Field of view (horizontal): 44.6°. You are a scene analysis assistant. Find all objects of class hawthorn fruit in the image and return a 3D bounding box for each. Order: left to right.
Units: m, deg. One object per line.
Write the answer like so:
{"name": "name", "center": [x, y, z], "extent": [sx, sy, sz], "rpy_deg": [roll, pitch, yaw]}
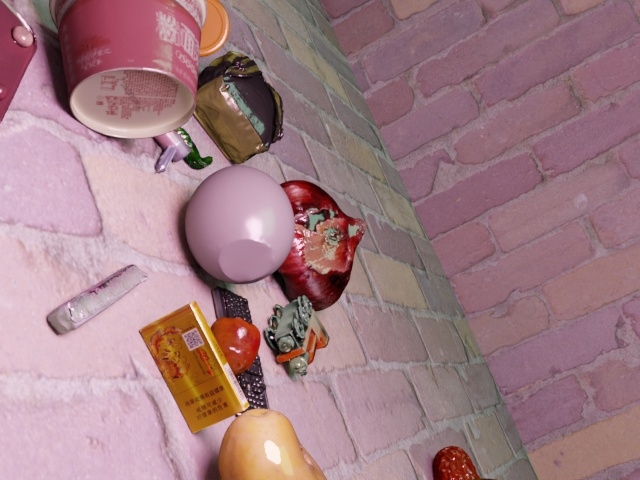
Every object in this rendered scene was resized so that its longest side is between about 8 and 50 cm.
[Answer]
{"name": "hawthorn fruit", "center": [-0.132, 0.163, 1.155], "extent": [0.081, 0.081, 0.093], "rpy_deg": [42, 52, -49]}

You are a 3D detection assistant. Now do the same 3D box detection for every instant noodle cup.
{"name": "instant noodle cup", "center": [-0.277, -0.271, 1.152], "extent": [0.235, 0.234, 0.178], "rpy_deg": [34, 43, -58]}

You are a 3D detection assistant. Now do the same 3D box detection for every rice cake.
{"name": "rice cake", "center": [-0.267, 0.066, 0.961], "extent": [0.033, 0.033, 0.207], "rpy_deg": [62, 16, -7]}

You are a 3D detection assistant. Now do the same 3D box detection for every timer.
{"name": "timer", "center": [-0.262, -0.446, 1.663], "extent": [0.132, 0.132, 0.152], "rpy_deg": [60, -6, -8]}

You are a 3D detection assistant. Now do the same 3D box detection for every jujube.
{"name": "jujube", "center": [0.316, 0.558, 1.813], "extent": [0.176, 0.109, 0.112], "rpy_deg": [-106, -163, -57]}

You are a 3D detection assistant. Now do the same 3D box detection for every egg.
{"name": "egg", "center": [-0.130, -0.031, 1.268], "extent": [0.176, 0.176, 0.232], "rpy_deg": [53, 14, -27]}

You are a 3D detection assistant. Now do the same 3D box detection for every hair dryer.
{"name": "hair dryer", "center": [-0.262, -0.146, 1.313], "extent": [0.063, 0.037, 0.114], "rpy_deg": [52, 27, -26]}

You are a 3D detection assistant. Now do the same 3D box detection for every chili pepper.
{"name": "chili pepper", "center": [-0.233, -0.163, 1.413], "extent": [0.118, 0.035, 0.055], "rpy_deg": [42, 43, -40]}

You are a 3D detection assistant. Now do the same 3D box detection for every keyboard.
{"name": "keyboard", "center": [-0.121, 0.181, 1.233], "extent": [0.093, 0.025, 0.230], "rpy_deg": [36, 31, -51]}

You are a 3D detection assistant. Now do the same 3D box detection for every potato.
{"name": "potato", "center": [-0.055, 0.325, 0.993], "extent": [0.150, 0.146, 0.234], "rpy_deg": [7, -50, 56]}

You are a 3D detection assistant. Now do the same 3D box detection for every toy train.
{"name": "toy train", "center": [-0.038, 0.174, 1.409], "extent": [0.118, 0.074, 0.176], "rpy_deg": [61, 14, -16]}

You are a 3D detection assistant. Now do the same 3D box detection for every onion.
{"name": "onion", "center": [0.000, 0.000, 1.579], "extent": [0.272, 0.195, 0.272], "rpy_deg": [-20, 90, -79]}

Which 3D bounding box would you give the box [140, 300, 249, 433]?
{"name": "box", "center": [-0.165, 0.166, 1.019], "extent": [0.156, 0.089, 0.022], "rpy_deg": [61, 16, 1]}

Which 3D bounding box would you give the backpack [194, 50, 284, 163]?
{"name": "backpack", "center": [-0.164, -0.291, 1.628], "extent": [0.207, 0.140, 0.253], "rpy_deg": [56, 22, -28]}

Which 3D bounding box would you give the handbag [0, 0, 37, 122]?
{"name": "handbag", "center": [-0.431, -0.246, 0.893], "extent": [0.203, 0.074, 0.216], "rpy_deg": [49, 21, -35]}

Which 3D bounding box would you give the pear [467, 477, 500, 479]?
{"name": "pear", "center": [0.349, 0.606, 1.548], "extent": [0.283, 0.283, 0.283], "rpy_deg": [53, 19, -28]}
